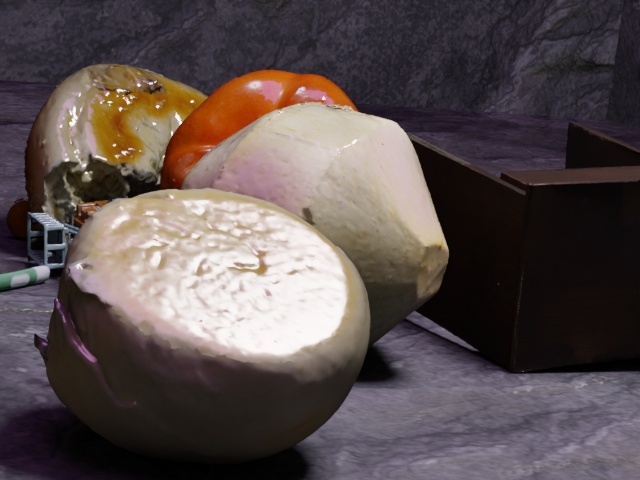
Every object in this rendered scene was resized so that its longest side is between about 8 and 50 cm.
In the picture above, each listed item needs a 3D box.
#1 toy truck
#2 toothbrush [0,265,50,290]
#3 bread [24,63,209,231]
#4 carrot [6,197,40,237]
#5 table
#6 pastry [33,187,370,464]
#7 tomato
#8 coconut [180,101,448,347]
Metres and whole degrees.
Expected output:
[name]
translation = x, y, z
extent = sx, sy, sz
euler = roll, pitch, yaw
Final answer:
[toy truck]
translation = -0.235, 0.007, 2.080
extent = 0.115, 0.080, 0.178
euler = -3, 12, -22
[toothbrush]
translation = -0.349, 0.047, 1.948
extent = 0.024, 0.018, 0.257
euler = 15, 13, 27
[bread]
translation = -0.236, -0.106, 2.287
extent = 0.314, 0.192, 0.171
euler = -10, -26, -47
[carrot]
translation = -0.327, -0.032, 2.329
extent = 0.048, 0.048, 0.139
euler = 9, 8, 11
[table]
translation = 0.237, -0.007, 2.055
extent = 0.251, 0.196, 0.282
euler = -5, 19, -26
[pastry]
translation = -0.089, 0.062, 1.523
extent = 0.265, 0.133, 0.264
euler = 10, 42, -9
[tomato]
translation = -0.045, -0.061, 2.153
extent = 0.260, 0.259, 0.180
euler = 10, -21, 19
[coconut]
translation = 0.000, 0.000, 1.856
extent = 0.259, 0.259, 0.259
euler = 7, 10, -1
